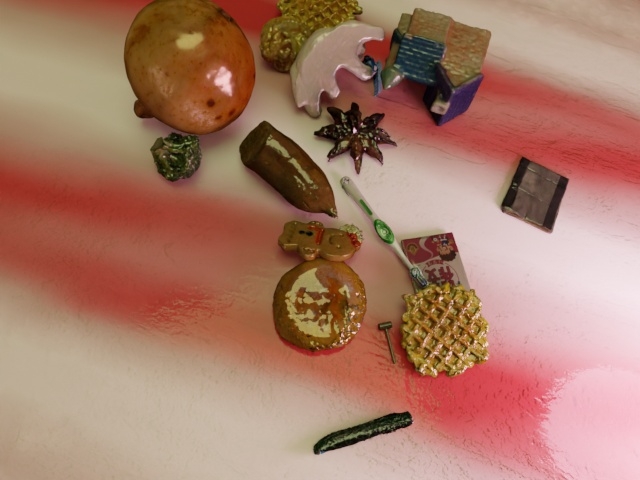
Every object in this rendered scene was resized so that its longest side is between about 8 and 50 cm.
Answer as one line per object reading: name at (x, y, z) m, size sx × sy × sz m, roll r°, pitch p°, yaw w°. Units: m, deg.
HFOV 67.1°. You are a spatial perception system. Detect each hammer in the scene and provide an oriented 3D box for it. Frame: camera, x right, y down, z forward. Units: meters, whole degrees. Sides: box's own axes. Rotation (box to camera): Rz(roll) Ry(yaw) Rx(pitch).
hammer at (0.183, 0.272, 1.284) m, size 0.035 × 0.019 × 0.110 m, roll -9°, pitch 73°, yaw -10°

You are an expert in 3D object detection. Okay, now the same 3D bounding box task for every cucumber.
cucumber at (0.103, 0.466, 1.173) m, size 0.256 × 0.043 × 0.044 m, roll -14°, pitch 63°, yaw -11°

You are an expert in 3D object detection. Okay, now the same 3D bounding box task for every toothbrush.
toothbrush at (0.179, -0.031, 1.399) m, size 0.042 × 0.040 × 0.418 m, roll -35°, pitch 66°, yaw 1°

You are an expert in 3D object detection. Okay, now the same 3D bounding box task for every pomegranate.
pomegranate at (-0.390, -0.480, 1.380) m, size 0.409 × 0.410 × 0.410 m, roll 2°, pitch 66°, yaw -5°

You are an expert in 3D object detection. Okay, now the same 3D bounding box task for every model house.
model house at (0.355, -0.535, 1.549) m, size 0.312 × 0.245 × 0.280 m, roll 17°, pitch 73°, yaw 2°

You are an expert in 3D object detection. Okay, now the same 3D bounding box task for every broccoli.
broccoli at (-0.417, -0.242, 1.390) m, size 0.162 × 0.138 × 0.146 m, roll 4°, pitch 71°, yaw 39°

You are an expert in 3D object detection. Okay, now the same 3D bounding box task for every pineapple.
pineapple at (0.092, -0.024, 1.402) m, size 0.083 × 0.019 × 0.045 m, roll 30°, pitch 69°, yaw 10°

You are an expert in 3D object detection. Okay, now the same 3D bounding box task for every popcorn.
popcorn at (-0.115, -0.650, 1.596) m, size 0.179 × 0.180 × 0.170 m, roll -5°, pitch 38°, yaw -8°

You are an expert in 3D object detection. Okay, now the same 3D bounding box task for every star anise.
star anise at (0.118, -0.340, 1.500) m, size 0.271 × 0.102 × 0.272 m, roll 3°, pitch 69°, yaw -7°

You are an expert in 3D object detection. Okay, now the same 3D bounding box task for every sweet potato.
sweet potato at (-0.082, -0.191, 1.391) m, size 0.369 × 0.158 × 0.158 m, roll 42°, pitch 68°, yaw 1°

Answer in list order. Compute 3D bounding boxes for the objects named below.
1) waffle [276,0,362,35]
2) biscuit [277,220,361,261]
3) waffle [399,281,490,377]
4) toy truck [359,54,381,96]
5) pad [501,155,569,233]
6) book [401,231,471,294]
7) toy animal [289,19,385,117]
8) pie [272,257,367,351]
waffle at (-0.003, -0.839, 1.731) m, size 0.309 × 0.065 × 0.284 m, roll 4°, pitch 68°, yaw -8°
biscuit at (0.000, 0.000, 1.336) m, size 0.225 × 0.036 × 0.166 m, roll 14°, pitch 37°, yaw 5°
waffle at (0.329, 0.236, 1.282) m, size 0.254 × 0.052 × 0.245 m, roll -8°, pitch 77°, yaw -8°
toy truck at (0.168, -0.555, 1.627) m, size 0.074 × 0.063 × 0.136 m, roll 13°, pitch 67°, yaw -22°
pad at (0.680, -0.146, 1.518) m, size 0.174 × 0.022 × 0.233 m, roll 28°, pitch 65°, yaw 7°
book at (0.333, 0.092, 1.374) m, size 0.162 × 0.022 × 0.232 m, roll -8°, pitch 67°, yaw -8°
toy animal at (0.025, -0.564, 1.569) m, size 0.266 × 0.308 × 0.188 m, roll 3°, pitch 26°, yaw -25°
pie at (0.003, 0.167, 1.282) m, size 0.273 × 0.069 × 0.274 m, roll 2°, pitch 70°, yaw -6°
